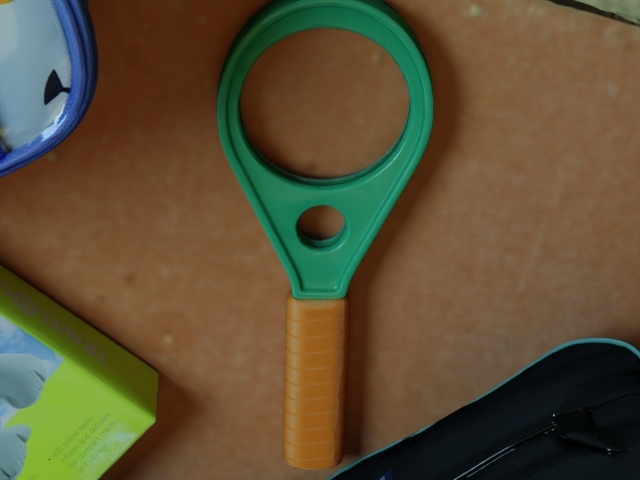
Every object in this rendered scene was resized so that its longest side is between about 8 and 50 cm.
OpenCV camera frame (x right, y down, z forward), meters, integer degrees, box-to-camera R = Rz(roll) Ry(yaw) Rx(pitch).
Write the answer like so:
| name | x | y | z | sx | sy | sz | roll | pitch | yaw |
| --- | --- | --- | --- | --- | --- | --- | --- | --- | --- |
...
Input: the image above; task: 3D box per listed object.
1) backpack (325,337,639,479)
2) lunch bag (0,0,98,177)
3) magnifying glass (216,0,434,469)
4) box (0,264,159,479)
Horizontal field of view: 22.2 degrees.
| name | x | y | z | sx | sy | sz | roll | pitch | yaw |
| --- | --- | --- | --- | --- | --- | --- | --- | --- | --- |
| backpack | 0.101 | 0.141 | 0.714 | 0.144 | 0.166 | 0.188 | 39 | 112 | -22 |
| lunch bag | -0.213 | -0.139 | 0.530 | 0.243 | 0.115 | 0.303 | -20 | 120 | 5 |
| magnifying glass | 0.000 | 0.000 | 0.717 | 0.092 | 0.026 | 0.231 | 0 | 116 | -3 |
| box | -0.173 | 0.056 | 0.725 | 0.178 | 0.042 | 0.109 | 37 | 109 | -21 |
